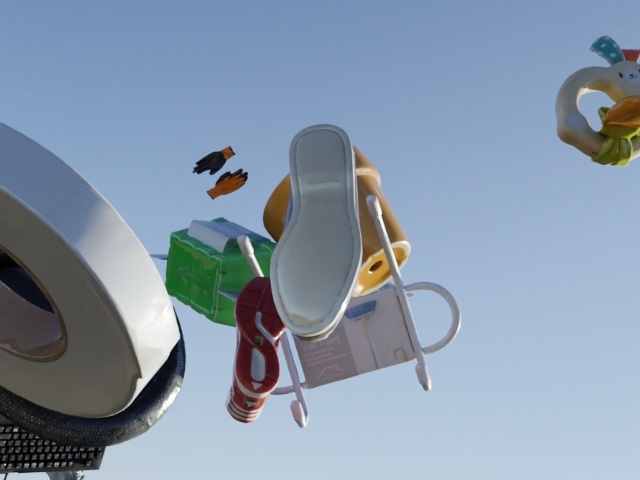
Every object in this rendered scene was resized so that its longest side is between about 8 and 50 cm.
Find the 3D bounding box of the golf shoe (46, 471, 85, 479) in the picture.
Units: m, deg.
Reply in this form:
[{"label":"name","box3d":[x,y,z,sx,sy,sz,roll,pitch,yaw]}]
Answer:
[{"label":"golf shoe","box3d":[-0.495,0.398,2.525,0.086,0.176,0.069,-6,7,3]}]

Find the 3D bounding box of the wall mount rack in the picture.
[{"label":"wall mount rack","box3d":[0.027,0.106,2.038,0.350,0.304,0.130,-17,0,6]}]

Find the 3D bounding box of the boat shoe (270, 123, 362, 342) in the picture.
[{"label":"boat shoe","box3d":[0.000,0.000,1.771,0.116,0.324,0.097,-3,-35,6]}]

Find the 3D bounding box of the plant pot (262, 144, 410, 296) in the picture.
[{"label":"plant pot","box3d":[0.042,-0.019,2.189,0.188,0.205,0.205,50,-5,25]}]

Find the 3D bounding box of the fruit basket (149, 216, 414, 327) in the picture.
[{"label":"fruit basket","box3d":[-0.071,0.045,2.292,0.353,0.166,0.327,-7,18,-31]}]

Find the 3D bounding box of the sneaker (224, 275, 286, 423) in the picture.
[{"label":"sneaker","box3d":[-0.101,0.161,1.914,0.087,0.221,0.128,19,-48,-6]}]

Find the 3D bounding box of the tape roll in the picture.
[{"label":"tape roll","box3d":[-0.330,0.031,1.429,0.392,0.072,0.392,24,-38,20]}]

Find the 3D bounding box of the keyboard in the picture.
[{"label":"keyboard","box3d":[-0.495,0.359,2.175,0.317,0.202,0.033,5,27,-37]}]

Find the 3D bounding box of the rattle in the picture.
[{"label":"rattle","box3d":[0.353,-0.195,1.560,0.130,0.200,0.143,22,-31,17]}]

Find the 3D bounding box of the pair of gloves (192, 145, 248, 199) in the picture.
[{"label":"pair of gloves","box3d":[-0.158,-0.107,2.146,0.074,0.010,0.083,-28,-54,6]}]

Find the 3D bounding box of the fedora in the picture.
[{"label":"fedora","box3d":[-0.347,0.140,1.766,0.334,0.334,0.152,22,-37,-14]}]
